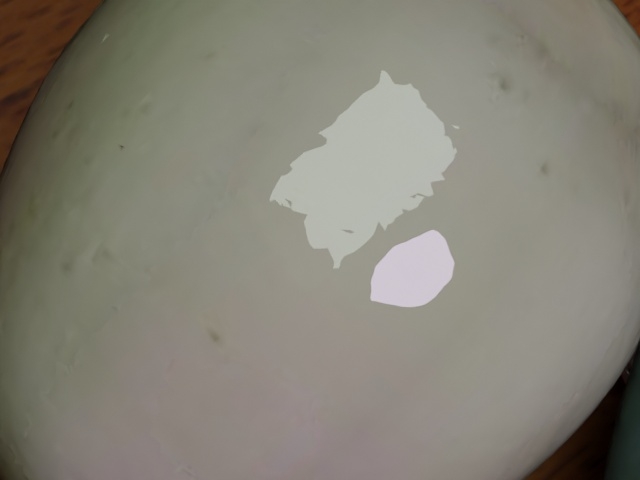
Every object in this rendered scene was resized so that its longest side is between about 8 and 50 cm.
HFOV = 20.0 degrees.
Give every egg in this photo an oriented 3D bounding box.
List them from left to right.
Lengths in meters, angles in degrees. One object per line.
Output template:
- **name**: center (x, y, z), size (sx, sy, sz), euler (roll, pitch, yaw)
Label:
- **egg**: center (0.000, 0.000, 0.788), size (0.283, 0.283, 0.345), euler (37, 68, 2)

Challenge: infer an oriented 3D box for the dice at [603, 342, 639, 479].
- **dice**: center (0.299, 0.115, 0.792), size (0.268, 0.262, 0.265), euler (21, 84, -18)

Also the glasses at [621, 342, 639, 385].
- **glasses**: center (0.277, 0.065, 0.955), size (0.255, 0.095, 0.162), euler (-35, 85, -25)
